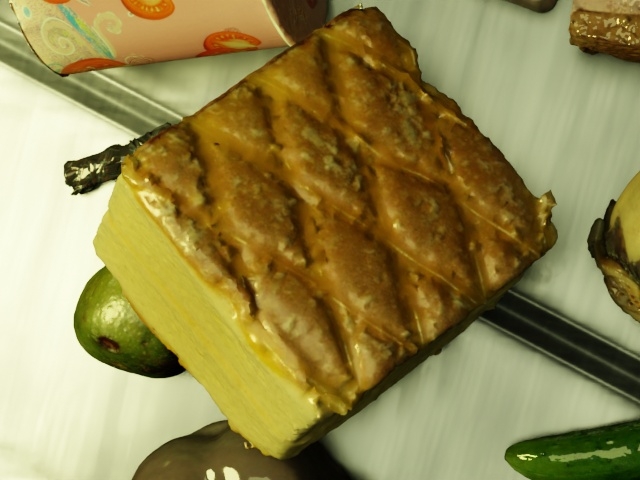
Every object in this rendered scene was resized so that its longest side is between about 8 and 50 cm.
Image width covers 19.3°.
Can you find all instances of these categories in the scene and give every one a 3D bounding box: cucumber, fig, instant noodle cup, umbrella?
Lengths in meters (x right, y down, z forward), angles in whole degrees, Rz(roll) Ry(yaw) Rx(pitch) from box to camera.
[{"bbox_3d":[0.285,0.180,1.634,0.250,0.056,0.056,-11,87,12],"label":"cucumber"},{"bbox_3d":[-0.145,0.044,1.685,0.123,0.123,0.156,21,76,10],"label":"fig"},{"bbox_3d":[-0.139,-0.260,1.635,0.231,0.243,0.243,-10,87,15],"label":"instant noodle cup"},{"bbox_3d":[-0.169,-0.078,1.726,0.144,0.037,0.040,-20,72,12],"label":"umbrella"}]

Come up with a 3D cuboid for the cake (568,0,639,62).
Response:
[{"bbox_3d":[0.328,-0.200,1.553,0.295,0.113,0.115,6,89,34],"label":"cake"}]

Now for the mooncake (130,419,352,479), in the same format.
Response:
[{"bbox_3d":[-0.068,0.278,1.657,0.245,0.133,0.244,1,95,6],"label":"mooncake"}]

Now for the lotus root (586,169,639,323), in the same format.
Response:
[{"bbox_3d":[0.374,-0.039,1.563,0.310,0.183,0.183,-40,83,0],"label":"lotus root"}]

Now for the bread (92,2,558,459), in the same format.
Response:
[{"bbox_3d":[0.000,0.000,1.567,0.279,0.207,0.279,-39,85,-25],"label":"bread"}]

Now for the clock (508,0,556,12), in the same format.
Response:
[{"bbox_3d":[0.171,-0.317,1.663,0.150,0.063,0.197,22,92,10],"label":"clock"}]
